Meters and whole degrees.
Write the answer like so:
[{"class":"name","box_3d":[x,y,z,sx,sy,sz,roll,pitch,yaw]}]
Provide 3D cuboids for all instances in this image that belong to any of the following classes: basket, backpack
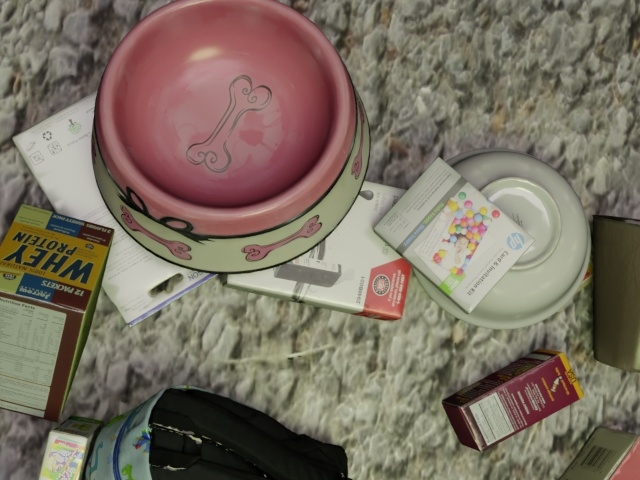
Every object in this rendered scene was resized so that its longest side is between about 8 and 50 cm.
[{"class":"basket","box_3d":[0.513,0.086,1.625,0.204,0.154,0.226,10,97,27]},{"class":"backpack","box_3d":[-0.146,0.353,1.422,0.355,0.273,0.290,45,37,-41]}]

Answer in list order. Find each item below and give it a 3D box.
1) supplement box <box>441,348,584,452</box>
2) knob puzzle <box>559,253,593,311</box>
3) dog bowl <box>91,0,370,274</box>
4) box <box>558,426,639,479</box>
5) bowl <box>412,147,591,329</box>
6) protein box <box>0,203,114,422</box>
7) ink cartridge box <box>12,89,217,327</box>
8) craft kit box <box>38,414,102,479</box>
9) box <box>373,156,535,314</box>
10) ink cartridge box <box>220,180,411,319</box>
[{"class":"supplement box","box_3d":[0.297,0.247,1.612,0.188,0.104,0.080,-26,91,-10]},{"class":"knob puzzle","box_3d":[0.339,0.034,1.673,0.213,0.030,0.213,1,86,-9]},{"class":"dog bowl","box_3d":[-0.129,-0.166,1.450,0.408,0.150,0.408,0,73,-1]},{"class":"box","box_3d":[0.511,0.415,1.612,0.232,0.148,0.127,40,80,-5]},{"class":"bowl","box_3d":[0.286,-0.016,1.594,0.298,0.134,0.297,0,80,-2]},{"class":"protein box","box_3d":[-0.385,0.098,1.422,0.136,0.200,0.201,16,122,-8]},{"class":"ink cartridge box","box_3d":[-0.304,-0.049,1.555,0.165,0.065,0.332,-30,90,-11]},{"class":"craft kit box","box_3d":[-0.359,0.374,1.419,0.061,0.246,0.249,12,85,-4]},{"class":"box","box_3d":[0.193,-0.007,1.506,0.186,0.038,0.145,42,87,7]},{"class":"ink cartridge box","box_3d":[0.000,0.000,1.576,0.273,0.114,0.197,12,83,-7]}]
